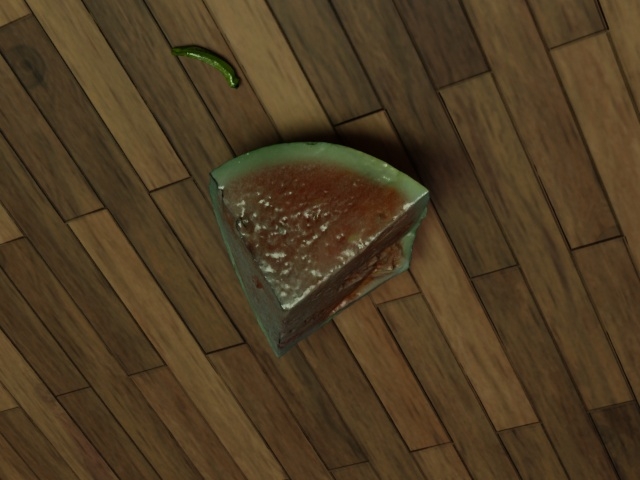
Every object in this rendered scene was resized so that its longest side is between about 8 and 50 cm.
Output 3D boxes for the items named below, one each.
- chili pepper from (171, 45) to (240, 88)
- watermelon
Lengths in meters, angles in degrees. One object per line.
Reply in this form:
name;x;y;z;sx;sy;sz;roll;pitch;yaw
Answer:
chili pepper;-0.123;-0.192;1.216;0.083;0.017;0.030;32;126;-13
watermelon;0.000;0.000;1.246;0.260;0.176;0.256;-34;124;5
